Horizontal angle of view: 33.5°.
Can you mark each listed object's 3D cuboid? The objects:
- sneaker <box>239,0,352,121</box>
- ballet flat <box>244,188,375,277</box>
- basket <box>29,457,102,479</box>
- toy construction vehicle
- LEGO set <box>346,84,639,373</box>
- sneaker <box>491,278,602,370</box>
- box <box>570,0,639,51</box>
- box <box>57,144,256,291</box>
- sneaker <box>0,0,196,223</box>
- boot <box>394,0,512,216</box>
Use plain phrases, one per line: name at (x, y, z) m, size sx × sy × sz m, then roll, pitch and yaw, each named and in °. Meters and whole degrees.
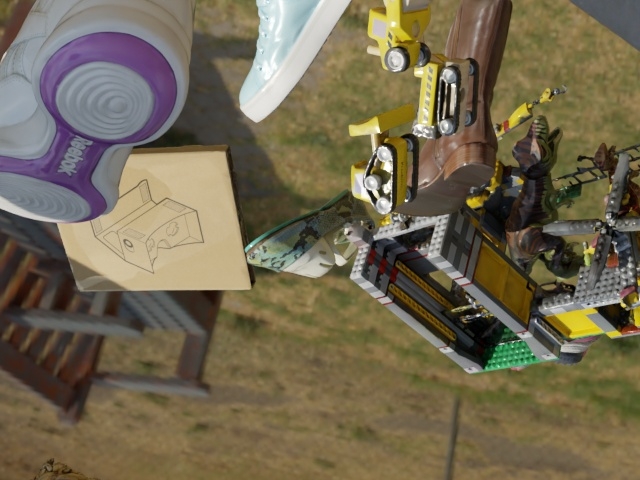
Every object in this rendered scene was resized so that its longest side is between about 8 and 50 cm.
sneaker at (-0.043, -0.340, 1.494) m, size 0.150 × 0.135 × 0.366 m, roll 32°, pitch 117°, yaw -7°
ballet flat at (0.000, 0.000, 1.011) m, size 0.070 × 0.188 × 0.070 m, roll 12°, pitch 114°, yaw 28°
basket at (-0.286, 0.424, 1.091) m, size 0.299 × 0.223 × 0.213 m, roll -44°, pitch 119°, yaw 12°
toy construction vehicle at (0.038, -0.071, 0.480) m, size 0.035 × 0.086 × 0.098 m, roll 13°, pitch 116°, yaw 31°
LEGO set at (0.174, -0.039, 0.856) m, size 0.192 × 0.255 × 0.331 m, roll 39°, pitch 152°, yaw -30°
sneaker at (0.309, 0.104, 1.512) m, size 0.299 × 0.121 × 0.112 m, roll 2°, pitch 134°, yaw -47°
box at (0.257, -0.390, 0.923) m, size 0.395 × 0.212 × 0.294 m, roll 50°, pitch 168°, yaw 35°
box at (-0.176, -0.019, 1.096) m, size 0.201 × 0.021 × 0.165 m, roll -1°, pitch 121°, yaw 13°
sneaker at (-0.161, -0.108, 0.729) m, size 0.114 × 0.152 × 0.305 m, roll 25°, pitch 148°, yaw -27°
boot at (0.074, -0.078, 0.616) m, size 0.037 × 0.114 × 0.106 m, roll 15°, pitch 158°, yaw -24°
